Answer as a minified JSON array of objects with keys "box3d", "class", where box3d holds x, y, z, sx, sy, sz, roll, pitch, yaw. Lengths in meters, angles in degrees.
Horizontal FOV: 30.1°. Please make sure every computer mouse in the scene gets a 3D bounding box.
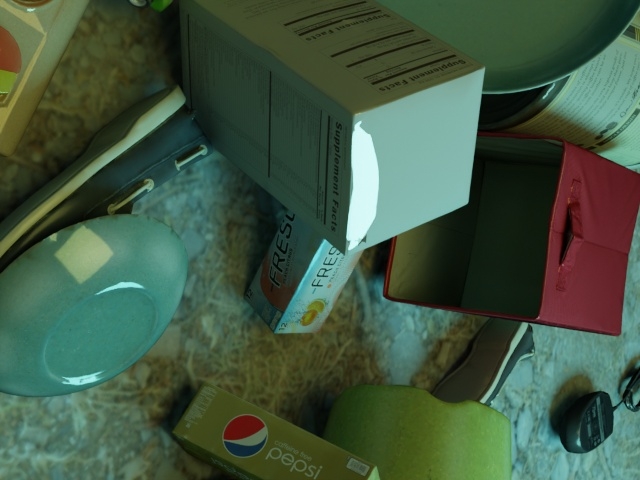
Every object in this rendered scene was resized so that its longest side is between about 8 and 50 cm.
[{"box3d":[0.376,0.214,1.565,0.242,0.041,0.071,-21,107,-47],"class":"computer mouse"}]

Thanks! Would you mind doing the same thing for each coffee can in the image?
[{"box3d":[0.271,-0.196,1.302,0.275,0.202,0.201,9,88,-43],"class":"coffee can"}]

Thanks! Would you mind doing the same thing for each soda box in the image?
[{"box3d":[-0.039,0.196,1.067,0.058,0.181,0.061,-58,158,-22],"class":"soda box"},{"box3d":[0.000,0.000,1.113,0.063,0.058,0.183,4,122,-44],"class":"soda box"}]

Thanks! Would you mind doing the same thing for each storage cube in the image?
[{"box3d":[0.206,-0.007,1.262,0.193,0.215,0.183,13,85,-50],"class":"storage cube"}]

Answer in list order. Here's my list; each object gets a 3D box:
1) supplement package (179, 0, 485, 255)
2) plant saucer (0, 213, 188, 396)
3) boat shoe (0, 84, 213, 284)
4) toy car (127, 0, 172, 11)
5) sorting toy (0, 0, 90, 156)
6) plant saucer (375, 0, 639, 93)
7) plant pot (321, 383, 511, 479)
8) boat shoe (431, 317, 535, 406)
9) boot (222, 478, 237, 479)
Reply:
[{"box3d":[0.003,-0.119,0.997,0.134,0.244,0.139,-23,134,-29],"class":"supplement package"},{"box3d":[-0.182,0.066,0.948,0.195,0.037,0.195,-26,144,-21],"class":"plant saucer"},{"box3d":[-0.184,-0.030,0.972,0.079,0.095,0.254,56,49,-19],"class":"boat shoe"},{"box3d":[-0.185,-0.265,0.926,0.225,0.053,0.239,35,57,-35],"class":"toy car"},{"box3d":[-0.272,-0.193,0.905,0.208,0.038,0.193,35,71,-40],"class":"sorting toy"},{"box3d":[0.158,-0.293,1.119,0.318,0.044,0.317,0,89,1],"class":"plant saucer"},{"box3d":[0.081,0.284,1.163,0.276,0.276,0.253,29,63,-41],"class":"plant pot"},{"box3d":[0.187,0.168,1.351,0.206,0.075,0.065,-50,122,-33],"class":"boat shoe"},{"box3d":[-0.132,0.317,1.086,0.219,0.082,0.106,-41,143,-37],"class":"boot"}]
